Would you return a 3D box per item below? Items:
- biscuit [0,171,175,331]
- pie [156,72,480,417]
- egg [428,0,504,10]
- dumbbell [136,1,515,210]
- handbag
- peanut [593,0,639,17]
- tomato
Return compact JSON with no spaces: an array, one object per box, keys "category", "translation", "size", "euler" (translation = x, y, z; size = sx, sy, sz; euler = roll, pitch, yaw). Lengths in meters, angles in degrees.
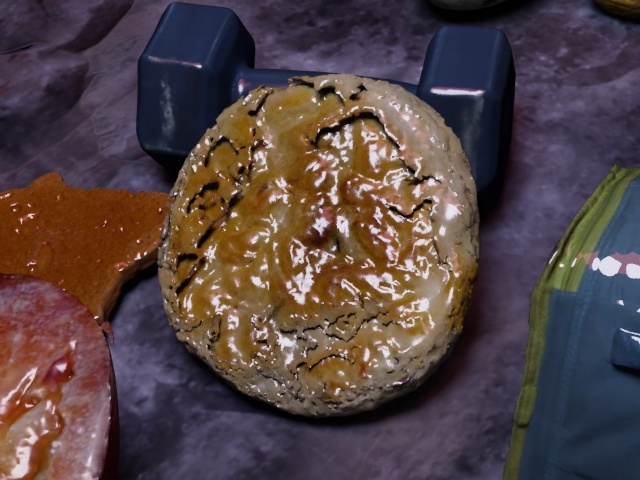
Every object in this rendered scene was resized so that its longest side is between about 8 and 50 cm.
[{"category":"biscuit","translation":[-0.242,0.018,1.126],"size":[0.280,0.043,0.183],"euler":[-16,45,-2]},{"category":"pie","translation":[0.000,0.000,1.034],"size":[0.274,0.055,0.274],"euler":[-3,79,15]},{"category":"egg","translation":[0.155,-0.298,1.293],"size":[0.141,0.141,0.182],"euler":[30,69,28]},{"category":"dumbbell","translation":[0.006,-0.116,1.148],"size":[0.316,0.157,0.143],"euler":[7,20,12]},{"category":"handbag","translation":[0.264,0.099,0.856],"size":[0.241,0.263,0.222],"euler":[18,31,21]},{"category":"peanut","translation":[0.347,-0.242,1.259],"size":[0.206,0.087,0.087],"euler":[14,52,20]},{"category":"tomato","translation":[-0.274,0.183,0.917],"size":[0.338,0.144,0.338],"euler":[-6,49,7]}]
